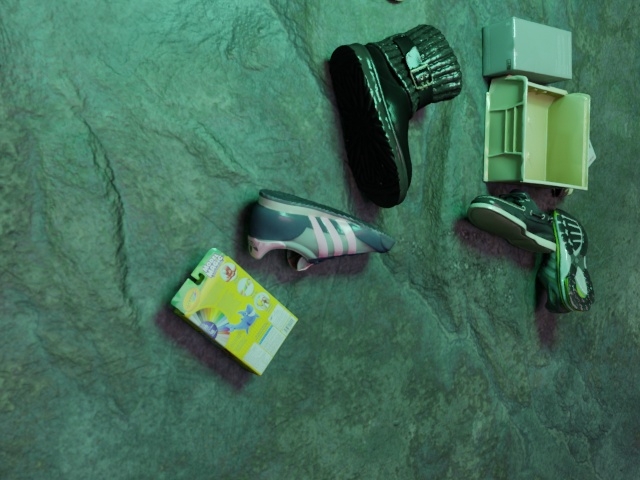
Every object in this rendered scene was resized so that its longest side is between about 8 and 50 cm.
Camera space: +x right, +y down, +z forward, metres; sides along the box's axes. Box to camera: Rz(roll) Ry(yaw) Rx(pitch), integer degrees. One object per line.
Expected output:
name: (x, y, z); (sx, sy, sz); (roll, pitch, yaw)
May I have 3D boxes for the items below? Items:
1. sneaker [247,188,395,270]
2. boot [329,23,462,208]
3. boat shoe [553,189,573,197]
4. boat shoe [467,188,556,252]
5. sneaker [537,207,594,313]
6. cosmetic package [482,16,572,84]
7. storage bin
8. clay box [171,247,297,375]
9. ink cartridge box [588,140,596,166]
sneaker: (0.000, 0.000, 1.209); (0.319, 0.112, 0.131); (16, 99, -33)
boot: (0.181, -0.261, 1.300); (0.260, 0.131, 0.347); (-20, 103, -34)
boat shoe: (0.642, -0.188, 1.683); (0.049, 0.056, 0.152); (-22, 107, -35)
boat shoe: (0.472, -0.065, 1.522); (0.340, 0.127, 0.113); (21, 78, -36)
sneaker: (0.621, 0.054, 1.650); (0.111, 0.121, 0.299); (20, 60, -24)
cosmetic package: (0.511, -0.460, 1.556); (0.238, 0.107, 0.127); (-1, 92, -33)
storage bin: (0.539, -0.261, 1.566); (0.262, 0.123, 0.260); (2, 91, -36)
clay box: (-0.156, 0.124, 1.115); (0.222, 0.053, 0.127); (45, 66, -27)
ink cartridge box: (0.692, -0.250, 1.722); (0.088, 0.052, 0.122); (-44, 116, -27)
